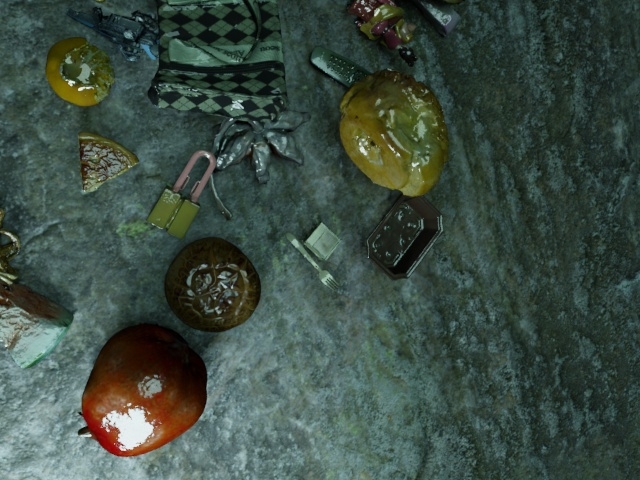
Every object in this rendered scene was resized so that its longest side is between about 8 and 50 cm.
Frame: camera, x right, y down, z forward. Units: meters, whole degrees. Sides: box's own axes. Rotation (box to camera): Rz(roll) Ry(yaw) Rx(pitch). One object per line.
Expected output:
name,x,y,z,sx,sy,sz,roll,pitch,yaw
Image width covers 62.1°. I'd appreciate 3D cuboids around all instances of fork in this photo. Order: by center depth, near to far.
fork,-0.027,0.061,1.519,0.034,0.028,0.219,-44,102,-4

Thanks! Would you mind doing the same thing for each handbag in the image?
handbag,-0.254,-0.493,1.267,0.316,0.180,0.416,-2,74,-19

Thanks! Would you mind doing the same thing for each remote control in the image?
remote control,0.070,-0.475,1.506,0.221,0.042,0.072,24,86,-20

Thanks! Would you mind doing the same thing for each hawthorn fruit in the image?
hawthorn fruit,-0.414,0.362,1.275,0.294,0.295,0.312,19,88,-19

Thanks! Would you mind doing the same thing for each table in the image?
table,0.000,0.000,1.500,0.083,0.062,0.079,42,80,-17

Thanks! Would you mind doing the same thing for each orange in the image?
orange,-0.563,-0.395,1.246,0.156,0.134,0.157,-3,105,-11

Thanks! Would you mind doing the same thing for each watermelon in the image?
watermelon,-0.722,0.174,1.257,0.241,0.094,0.154,44,73,-13

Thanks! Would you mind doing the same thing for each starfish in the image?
starfish,-0.767,0.015,1.217,0.146,0.074,0.190,9,68,-33

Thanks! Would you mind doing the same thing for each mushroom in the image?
mushroom,-0.276,0.118,1.371,0.253,0.153,0.253,-2,99,-10

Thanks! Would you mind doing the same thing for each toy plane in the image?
toy plane,-0.492,-0.520,1.289,0.246,0.078,0.169,20,60,-16

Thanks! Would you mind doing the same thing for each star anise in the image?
star anise,-0.161,-0.264,1.387,0.315,0.139,0.360,-17,95,-8

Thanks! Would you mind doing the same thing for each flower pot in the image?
flower pot,0.234,-0.016,1.571,0.179,0.084,0.251,42,79,-16

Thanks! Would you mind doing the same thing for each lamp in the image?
lamp,0.192,-0.610,1.501,0.253,0.118,0.118,38,81,-11

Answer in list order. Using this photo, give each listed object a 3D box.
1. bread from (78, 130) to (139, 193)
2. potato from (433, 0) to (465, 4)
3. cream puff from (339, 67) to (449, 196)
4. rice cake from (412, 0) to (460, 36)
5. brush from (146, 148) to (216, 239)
bread,-0.548,-0.207,1.302,0.154,0.054,0.136,-39,106,-19
potato,0.362,-0.786,1.450,0.285,0.242,0.243,-12,98,-42
cream puff,0.211,-0.294,1.419,0.231,0.327,0.343,-42,64,-16
rice cake,0.255,-0.750,1.541,0.399,0.064,0.070,37,92,-18
brush,-0.341,-0.127,1.354,0.103,0.047,0.233,29,98,-20
